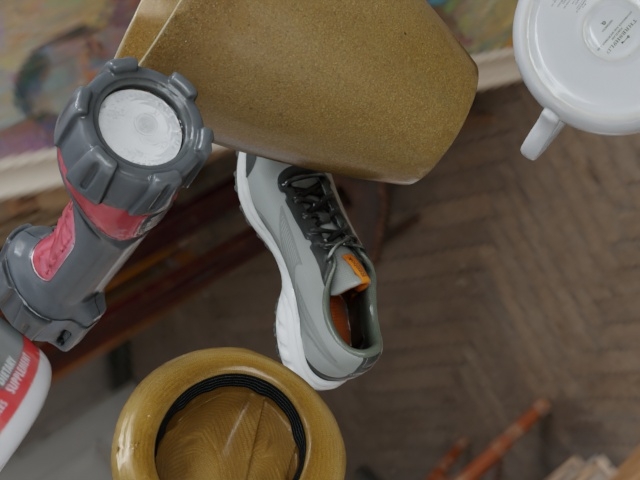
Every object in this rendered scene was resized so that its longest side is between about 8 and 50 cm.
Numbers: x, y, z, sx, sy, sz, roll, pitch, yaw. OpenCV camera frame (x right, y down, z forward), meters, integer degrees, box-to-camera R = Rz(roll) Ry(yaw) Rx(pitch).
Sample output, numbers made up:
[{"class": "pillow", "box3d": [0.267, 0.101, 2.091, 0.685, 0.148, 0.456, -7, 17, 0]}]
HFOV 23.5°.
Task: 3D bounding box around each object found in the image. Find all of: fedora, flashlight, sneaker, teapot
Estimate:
[{"class": "fedora", "box3d": [-0.075, 0.179, 1.204, 0.194, 0.194, 0.079, 47, 147, 18]}, {"class": "flashlight", "box3d": [-0.178, -0.020, 1.137, 0.304, 0.103, 0.103, 138, 141, -55]}, {"class": "sneaker", "box3d": [0.000, 0.000, 1.432, 0.108, 0.100, 0.272, -20, 84, 54]}, {"class": "teapot", "box3d": [0.345, -0.234, 1.799, 0.256, 0.187, 0.253, -7, 90, 13]}]

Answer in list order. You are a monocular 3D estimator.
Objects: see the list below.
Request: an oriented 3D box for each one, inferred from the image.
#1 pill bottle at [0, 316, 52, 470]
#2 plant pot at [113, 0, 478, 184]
[{"class": "pill bottle", "box3d": [-0.328, 0.052, 0.992, 0.283, 0.161, 0.161, 43, 155, -20]}, {"class": "plant pot", "box3d": [-0.008, -0.157, 1.240, 0.254, 0.237, 0.237, 27, 154, -16]}]
